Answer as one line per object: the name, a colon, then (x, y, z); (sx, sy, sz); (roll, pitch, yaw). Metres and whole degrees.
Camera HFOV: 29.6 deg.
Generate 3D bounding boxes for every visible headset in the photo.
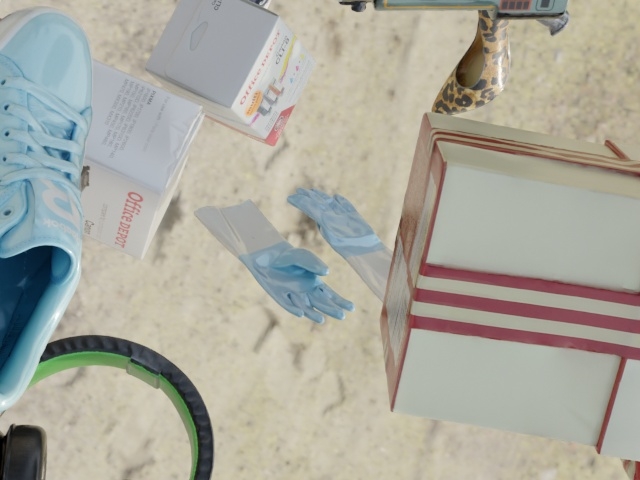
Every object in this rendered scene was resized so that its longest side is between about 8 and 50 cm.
headset: (-0.267, 0.285, 1.205); (0.394, 0.243, 0.185); (-60, 176, -30)

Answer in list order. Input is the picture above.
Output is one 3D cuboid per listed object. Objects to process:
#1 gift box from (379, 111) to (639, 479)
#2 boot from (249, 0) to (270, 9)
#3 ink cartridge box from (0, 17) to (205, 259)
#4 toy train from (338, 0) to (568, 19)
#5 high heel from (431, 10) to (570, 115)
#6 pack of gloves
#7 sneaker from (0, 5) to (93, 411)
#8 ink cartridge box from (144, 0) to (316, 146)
gift box: (0.198, 0.047, 1.043); (0.258, 0.276, 0.255); (9, 112, -4)
boot: (-0.109, -0.376, 1.798); (0.086, 0.069, 0.190); (-21, 162, -48)
ink cartridge box: (-0.311, -0.122, 1.405); (0.306, 0.226, 0.131); (24, 65, -5)
toy train: (0.164, -0.355, 1.442); (0.334, 0.142, 0.190); (-3, 132, -8)
high heel: (0.212, -0.291, 1.768); (0.186, 0.093, 0.261); (23, 128, -38)
pack of gloves: (0.000, 0.000, 1.375); (0.195, 0.232, 0.046); (-15, 135, -35)
sneaker: (-0.232, -0.024, 0.978); (0.135, 0.150, 0.366); (28, 69, -48)
ink cartridge box: (-0.106, -0.213, 1.474); (0.128, 0.127, 0.176); (-63, 162, -2)
